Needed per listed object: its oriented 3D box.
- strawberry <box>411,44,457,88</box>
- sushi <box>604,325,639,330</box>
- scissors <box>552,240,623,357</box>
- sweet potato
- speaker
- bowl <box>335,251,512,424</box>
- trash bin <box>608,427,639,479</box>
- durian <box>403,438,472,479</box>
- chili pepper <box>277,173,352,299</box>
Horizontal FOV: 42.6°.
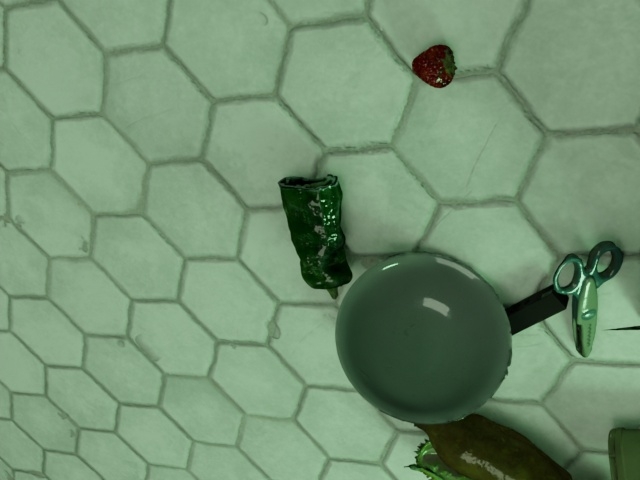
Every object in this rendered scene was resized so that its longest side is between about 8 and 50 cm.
[{"bbox_3d":[0.190,-0.296,1.401,0.083,0.073,0.073,3,126,41],"label":"strawberry"},{"bbox_3d":[0.667,0.168,1.321,0.343,0.359,0.064,-4,85,31],"label":"sushi"},{"bbox_3d":[0.500,0.121,1.549,0.138,0.041,0.289,-20,132,-7],"label":"scissors"},{"bbox_3d":[0.376,0.475,1.817,0.369,0.158,0.158,31,132,9],"label":"sweet potato"},{"bbox_3d":[0.402,0.149,1.635,0.046,0.040,0.191,46,131,-9],"label":"speaker"},{"bbox_3d":[0.197,0.209,1.650,0.345,0.346,0.157,26,160,7],"label":"bowl"},{"bbox_3d":[0.713,0.494,1.627,0.247,0.121,0.244,-8,76,29],"label":"trash bin"},{"bbox_3d":[0.313,0.535,1.929,0.220,0.137,0.095,34,166,-6],"label":"durian"},{"bbox_3d":[0.000,0.000,1.688,0.136,0.099,0.271,-5,117,19],"label":"chili pepper"}]
